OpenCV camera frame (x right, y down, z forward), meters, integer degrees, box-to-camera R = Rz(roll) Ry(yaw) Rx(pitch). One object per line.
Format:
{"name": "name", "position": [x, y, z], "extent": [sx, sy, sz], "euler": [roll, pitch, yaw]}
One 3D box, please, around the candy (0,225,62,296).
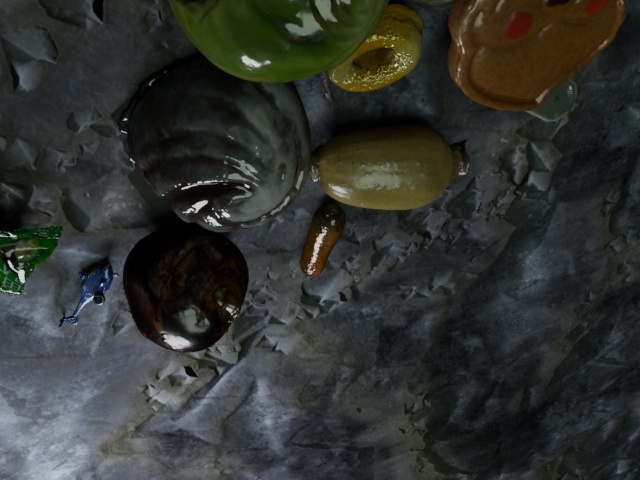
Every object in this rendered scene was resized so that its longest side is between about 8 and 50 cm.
{"name": "candy", "position": [-0.522, 0.026, 1.920], "extent": [0.141, 0.078, 0.203], "euler": [23, 134, -27]}

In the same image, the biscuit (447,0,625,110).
{"name": "biscuit", "position": [0.355, -0.392, 1.815], "extent": [0.349, 0.078, 0.455], "euler": [-16, 136, -21]}

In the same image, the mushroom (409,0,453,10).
{"name": "mushroom", "position": [0.119, -0.397, 1.751], "extent": [0.223, 0.092, 0.081], "euler": [1, 90, -30]}

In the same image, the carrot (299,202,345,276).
{"name": "carrot", "position": [0.000, 0.000, 2.145], "extent": [0.060, 0.060, 0.186], "euler": [-3, 143, -22]}

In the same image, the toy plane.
{"name": "toy plane", "position": [-0.414, 0.095, 2.068], "extent": [0.062, 0.054, 0.167], "euler": [29, 120, -14]}

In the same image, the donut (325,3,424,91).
{"name": "donut", "position": [0.082, -0.294, 1.818], "extent": [0.162, 0.065, 0.178], "euler": [11, 149, -42]}

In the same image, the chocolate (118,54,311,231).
{"name": "chocolate", "position": [-0.143, -0.122, 1.830], "extent": [0.303, 0.213, 0.303], "euler": [-14, 138, -13]}

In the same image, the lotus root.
{"name": "lotus root", "position": [0.123, -0.125, 2.006], "extent": [0.303, 0.131, 0.146], "euler": [-3, 137, -22]}

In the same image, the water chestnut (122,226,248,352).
{"name": "water chestnut", "position": [-0.240, 0.075, 2.025], "extent": [0.223, 0.238, 0.224], "euler": [-7, 102, -35]}

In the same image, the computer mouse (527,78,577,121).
{"name": "computer mouse", "position": [0.357, -0.265, 2.020], "extent": [0.181, 0.056, 0.089], "euler": [12, 111, -26]}

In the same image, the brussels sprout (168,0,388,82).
{"name": "brussels sprout", "position": [-0.047, -0.368, 1.560], "extent": [0.344, 0.268, 0.344], "euler": [-3, 126, -4]}
